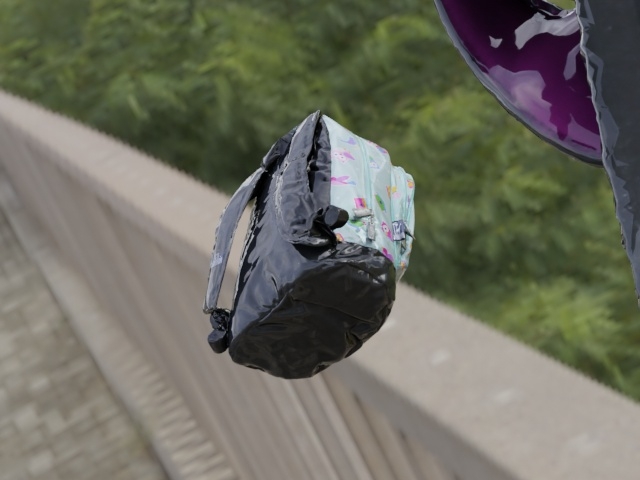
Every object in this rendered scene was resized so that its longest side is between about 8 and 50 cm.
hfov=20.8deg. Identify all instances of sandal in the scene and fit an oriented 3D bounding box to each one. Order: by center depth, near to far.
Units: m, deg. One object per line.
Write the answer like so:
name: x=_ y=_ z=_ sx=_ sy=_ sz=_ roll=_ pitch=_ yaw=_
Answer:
sandal: x=0.080 y=-0.103 z=0.641 sx=0.107 sy=0.167 sz=0.446 roll=-16 pitch=46 yaw=13

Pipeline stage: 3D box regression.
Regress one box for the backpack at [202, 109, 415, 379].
backpack: x=0.000 y=0.000 z=1.249 sx=0.152 sy=0.115 sz=0.182 roll=-38 pitch=30 yaw=33
